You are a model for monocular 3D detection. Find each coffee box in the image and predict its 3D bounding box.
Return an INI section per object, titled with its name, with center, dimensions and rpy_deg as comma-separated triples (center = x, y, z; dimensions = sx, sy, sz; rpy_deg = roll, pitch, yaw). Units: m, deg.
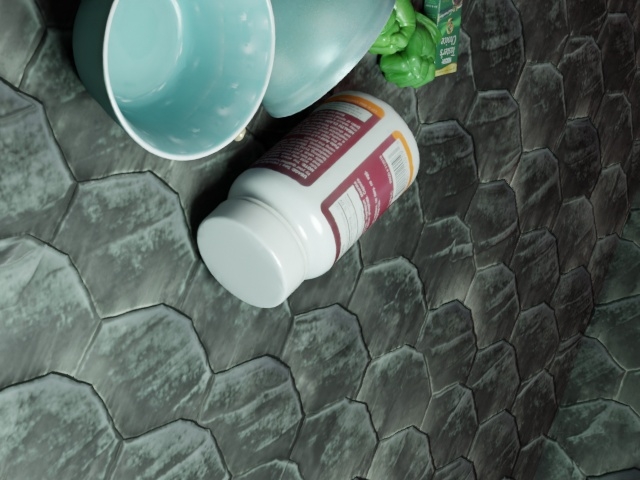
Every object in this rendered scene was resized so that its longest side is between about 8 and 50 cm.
[coffee box]
center = 0.254, -0.439, 2.301
dimensions = 0.113, 0.040, 0.184
rpy_deg = -22, 121, -55

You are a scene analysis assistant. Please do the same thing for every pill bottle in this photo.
[pill bottle]
center = -0.019, -0.073, 1.908
dimensions = 0.392, 0.224, 0.224
rpy_deg = -44, 136, -36

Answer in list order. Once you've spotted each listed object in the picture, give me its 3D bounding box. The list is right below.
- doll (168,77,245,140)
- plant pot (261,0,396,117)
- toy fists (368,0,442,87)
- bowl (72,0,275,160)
[doll]
center = -0.188, -0.226, 1.766
dimensions = 0.189, 0.046, 0.129
rpy_deg = 21, 95, -49
[plant pot]
center = -0.050, -0.369, 1.735
dimensions = 0.196, 0.293, 0.293
rpy_deg = 40, 68, -25
[toy fists]
center = 0.152, -0.401, 2.134
dimensions = 0.279, 0.096, 0.142
rpy_deg = 44, 68, -53
[bowl]
center = -0.230, -0.283, 1.570
dimensions = 0.311, 0.163, 0.311
rpy_deg = -22, 121, -42
